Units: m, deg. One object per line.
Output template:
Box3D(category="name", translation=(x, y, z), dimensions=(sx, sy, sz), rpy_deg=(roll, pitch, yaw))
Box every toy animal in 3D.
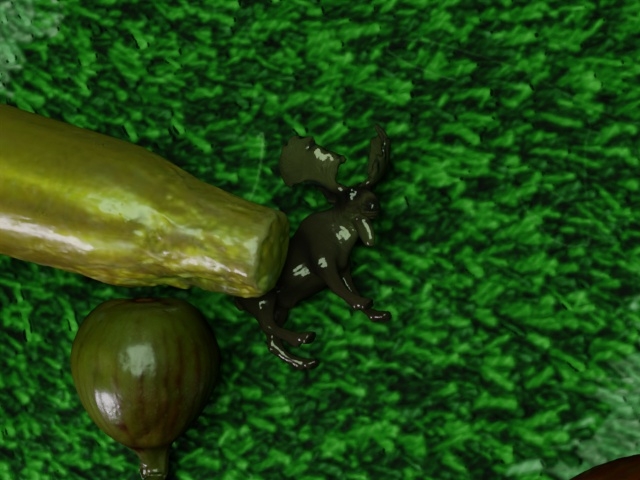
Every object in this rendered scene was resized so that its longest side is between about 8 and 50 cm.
Box3D(category="toy animal", translation=(0.000, 0.000, 1.757), dimensions=(0.214, 0.094, 0.186), rpy_deg=(-34, 64, 14))

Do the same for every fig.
Box3D(category="fig", translation=(-0.158, 0.144, 1.752), dimensions=(0.142, 0.148, 0.186), rpy_deg=(-18, 108, -4))

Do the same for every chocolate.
Box3D(category="chocolate", translation=(-0.240, -0.029, 1.774), dimensions=(0.445, 0.162, 0.162), rpy_deg=(16, 82, 22))

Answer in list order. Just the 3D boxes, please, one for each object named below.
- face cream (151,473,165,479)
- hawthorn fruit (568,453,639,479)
Box3D(category="face cream", translation=(-0.183, 0.259, 1.783), dimensions=(0.040, 0.021, 0.083), rpy_deg=(40, 89, 18))
Box3D(category="hawthorn fruit", translation=(0.301, 0.337, 1.477), dimensions=(0.403, 0.403, 0.403), rpy_deg=(-3, 77, 14))
